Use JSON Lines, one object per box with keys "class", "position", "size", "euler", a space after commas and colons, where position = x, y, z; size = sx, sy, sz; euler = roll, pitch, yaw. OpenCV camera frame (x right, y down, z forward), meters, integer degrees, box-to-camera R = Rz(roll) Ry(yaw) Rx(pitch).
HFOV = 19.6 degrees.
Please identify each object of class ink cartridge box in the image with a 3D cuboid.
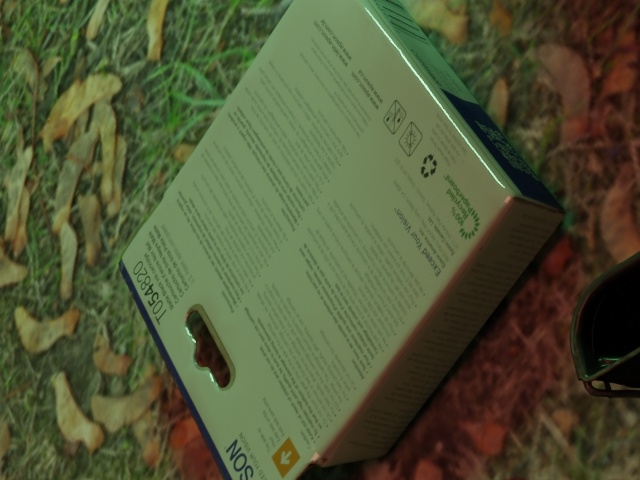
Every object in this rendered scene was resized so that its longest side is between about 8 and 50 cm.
{"class": "ink cartridge box", "position": [0.000, 0.000, 0.954], "size": [0.224, 0.045, 0.223], "euler": [-53, 43, 22]}

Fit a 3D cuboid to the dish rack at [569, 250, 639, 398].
{"class": "dish rack", "position": [0.214, 0.098, 0.657], "size": [0.208, 0.074, 0.271], "euler": [-36, 52, 36]}
